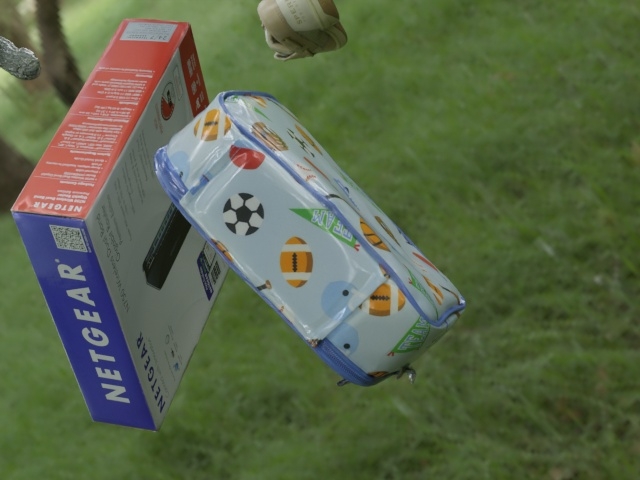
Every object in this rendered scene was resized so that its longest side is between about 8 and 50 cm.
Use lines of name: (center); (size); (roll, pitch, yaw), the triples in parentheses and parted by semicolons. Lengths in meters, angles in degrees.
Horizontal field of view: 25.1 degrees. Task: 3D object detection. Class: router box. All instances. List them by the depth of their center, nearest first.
router box: (-0.193, -0.014, 1.551); (0.082, 0.335, 0.301); (7, 48, 16)

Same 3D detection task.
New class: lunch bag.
lunch bag: (0.000, 0.000, 1.301); (0.115, 0.303, 0.243); (-43, -6, 12)

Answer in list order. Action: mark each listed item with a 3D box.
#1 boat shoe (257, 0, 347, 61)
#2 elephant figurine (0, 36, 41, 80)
boat shoe: (-0.032, -0.287, 1.871); (0.098, 0.109, 0.302); (-30, 1, 2)
elephant figurine: (-0.517, -0.254, 1.907); (0.169, 0.239, 0.186); (-4, -36, -48)
